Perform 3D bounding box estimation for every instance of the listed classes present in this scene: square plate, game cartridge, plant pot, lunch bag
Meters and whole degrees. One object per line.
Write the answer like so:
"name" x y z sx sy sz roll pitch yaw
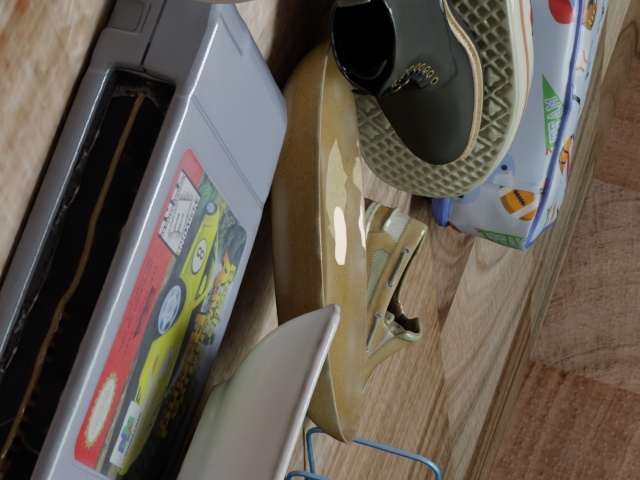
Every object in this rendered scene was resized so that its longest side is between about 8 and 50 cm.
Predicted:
"square plate" -0.088 0.218 0.971 0.344 0.049 0.347 119 -8 -73
"game cartridge" -0.090 0.036 0.867 0.196 0.060 0.294 69 39 -77
"plant pot" 0.000 0.000 1.115 0.236 0.032 0.236 -1 90 -83
"lunch bag" 0.181 -0.141 1.679 0.243 0.115 0.303 -39 143 -73

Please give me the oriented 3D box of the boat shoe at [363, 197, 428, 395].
"boat shoe" 0.039 0.063 1.415 0.068 0.072 0.190 -55 159 -55

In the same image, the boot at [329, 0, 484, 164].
"boot" 0.043 -0.098 1.126 0.137 0.077 0.198 -75 151 -49

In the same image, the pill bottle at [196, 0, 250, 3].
"pill bottle" -0.012 -0.199 0.724 0.121 0.121 0.221 90 21 -54

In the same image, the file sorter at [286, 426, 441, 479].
"file sorter" 0.013 0.243 1.448 0.104 0.118 0.170 82 27 -54

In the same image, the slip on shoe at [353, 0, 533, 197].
"slip on shoe" 0.083 -0.165 1.220 0.101 0.123 0.331 -65 161 -48
